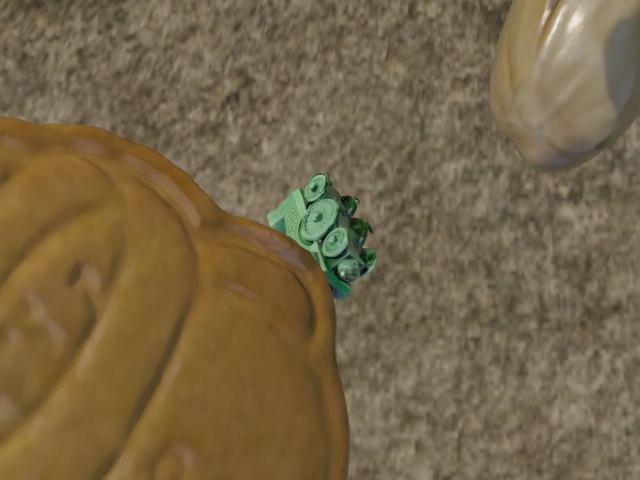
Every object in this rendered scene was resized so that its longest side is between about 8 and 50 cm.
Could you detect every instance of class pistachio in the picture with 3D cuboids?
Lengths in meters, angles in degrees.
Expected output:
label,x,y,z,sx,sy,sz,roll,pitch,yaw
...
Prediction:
label,x,y,z,sx,sy,sz,roll,pitch,yaw
pistachio,0.207,-0.160,1.197,0.136,0.136,0.226,24,84,-10

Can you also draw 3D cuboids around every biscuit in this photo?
label,x,y,z,sx,sy,sz,roll,pitch,yaw
biscuit,-0.123,0.096,0.745,0.351,0.312,0.057,35,152,-33

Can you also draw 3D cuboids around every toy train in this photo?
label,x,y,z,sx,sy,sz,roll,pitch,yaw
toy train,0.000,0.000,1.780,0.104,0.178,0.071,-39,126,16
